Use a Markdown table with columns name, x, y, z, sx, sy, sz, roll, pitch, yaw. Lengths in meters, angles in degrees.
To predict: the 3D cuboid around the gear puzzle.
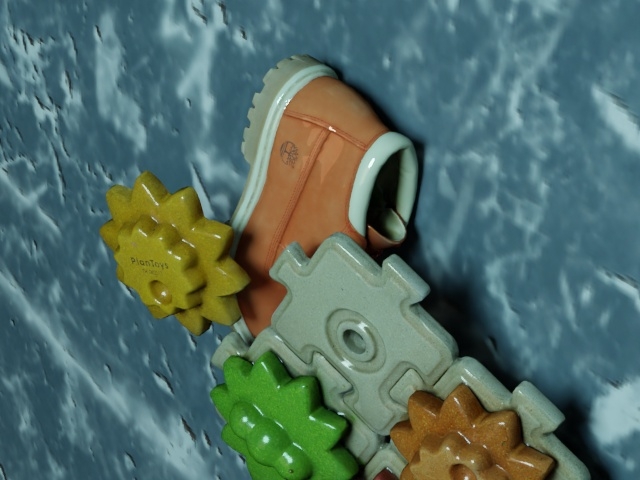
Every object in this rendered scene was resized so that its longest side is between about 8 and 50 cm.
| name | x | y | z | sx | sy | sz | roll | pitch | yaw |
| --- | --- | --- | --- | --- | --- | --- | --- | --- | --- |
| gear puzzle | 0.018 | 0.091 | 0.845 | 0.339 | 0.044 | 0.175 | 45 | 139 | 9 |

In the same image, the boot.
| name | x | y | z | sx | sy | sz | roll | pitch | yaw |
| --- | --- | --- | --- | --- | --- | --- | --- | --- | --- |
| boot | 0.000 | 0.000 | 0.876 | 0.084 | 0.059 | 0.158 | 34 | 130 | 30 |
